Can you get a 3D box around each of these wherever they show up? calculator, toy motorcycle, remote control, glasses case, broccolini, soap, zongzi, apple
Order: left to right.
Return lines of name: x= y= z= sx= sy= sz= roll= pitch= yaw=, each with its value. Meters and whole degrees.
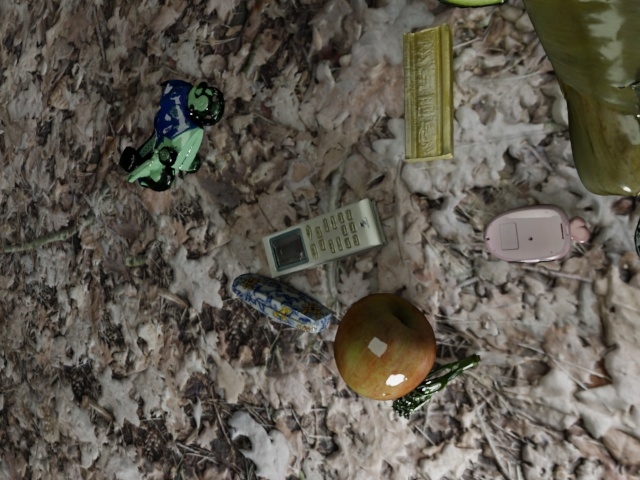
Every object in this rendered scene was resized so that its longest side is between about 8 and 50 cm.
toy motorcycle: x=-0.381 y=-0.280 z=1.100 sx=0.331 sy=0.125 sz=0.196 roll=-48 pitch=69 yaw=17
glasses case: x=-0.093 y=0.138 z=0.970 sx=0.248 sy=0.087 sz=0.065 roll=22 pitch=114 yaw=25
remote control: x=0.000 y=0.000 z=0.935 sx=0.277 sy=0.055 sz=0.103 roll=-19 pitch=82 yaw=27
apple: x=0.117 y=0.201 z=0.805 sx=0.188 sy=0.188 sz=0.174 roll=43 pitch=115 yaw=20
soap: x=0.209 y=-0.283 z=0.829 sx=0.092 sy=0.037 sz=0.252 roll=0 pitch=90 yaw=27
broccolini: x=0.217 y=0.272 z=0.826 sx=0.201 sy=0.058 sz=0.074 roll=-41 pitch=80 yaw=23
calculator: x=0.377 y=-0.011 z=0.754 sx=0.166 sy=0.024 sz=0.103 roll=-7 pitch=87 yaw=29
zongzi: x=0.377 y=-0.210 z=0.619 sx=0.418 sy=0.181 sz=0.447 roll=13 pitch=99 yaw=-1

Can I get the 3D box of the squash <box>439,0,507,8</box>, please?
squash: x=0.276 y=-0.492 z=0.699 sx=0.220 sy=0.220 sz=0.133 roll=13 pitch=87 yaw=27
